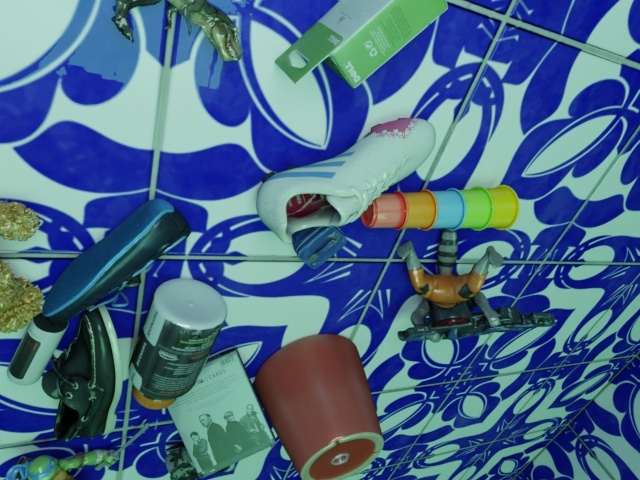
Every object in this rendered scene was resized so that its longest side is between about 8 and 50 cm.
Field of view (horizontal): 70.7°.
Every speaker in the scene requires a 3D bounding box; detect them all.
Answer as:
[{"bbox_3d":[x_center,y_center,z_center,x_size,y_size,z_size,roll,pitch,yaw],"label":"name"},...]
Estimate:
[{"bbox_3d":[-0.479,0.180,0.764,0.055,0.055,0.136,21,116,-37],"label":"speaker"}]

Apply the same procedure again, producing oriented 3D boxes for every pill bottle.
[{"bbox_3d":[-0.270,0.199,0.825,0.131,0.130,0.245,11,121,-32],"label":"pill bottle"}]

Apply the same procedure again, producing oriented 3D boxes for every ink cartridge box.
[{"bbox_3d":[0.048,-0.273,0.600,0.209,0.109,0.062,-39,132,9],"label":"ink cartridge box"}]

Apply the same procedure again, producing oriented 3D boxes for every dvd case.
[{"bbox_3d":[-0.222,0.374,0.980,0.179,0.029,0.238,-22,99,-8],"label":"dvd case"}]

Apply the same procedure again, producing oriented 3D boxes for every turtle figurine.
[{"bbox_3d":[-0.512,0.562,0.969,0.275,0.197,0.266,-1,131,-20],"label":"turtle figurine"}]

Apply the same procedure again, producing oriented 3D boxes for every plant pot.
[{"bbox_3d":[0.007,0.396,1.044,0.275,0.243,0.274,-13,132,-15],"label":"plant pot"}]

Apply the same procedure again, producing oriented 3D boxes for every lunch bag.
[{"bbox_3d":[0.000,0.000,0.833,0.098,0.065,0.067,-41,133,11],"label":"lunch bag"}]

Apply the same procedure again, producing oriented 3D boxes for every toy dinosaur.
[{"bbox_3d":[-0.198,-0.299,0.497,0.118,0.064,0.268,-43,133,-7],"label":"toy dinosaur"}]

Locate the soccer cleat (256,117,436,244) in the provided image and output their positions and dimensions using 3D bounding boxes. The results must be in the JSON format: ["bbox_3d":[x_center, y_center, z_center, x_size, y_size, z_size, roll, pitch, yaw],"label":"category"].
[{"bbox_3d":[0.060,-0.089,0.734,0.331,0.143,0.116,-24,133,-6],"label":"soccer cleat"}]

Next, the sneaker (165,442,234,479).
[{"bbox_3d":[-0.297,0.494,1.077,0.153,0.101,0.268,-15,133,-15],"label":"sneaker"}]

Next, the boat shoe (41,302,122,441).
[{"bbox_3d":[-0.425,0.248,0.795,0.113,0.127,0.340,-9,141,-36],"label":"boat shoe"}]

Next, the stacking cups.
[{"bbox_3d":[0.234,-0.063,0.875,0.317,0.096,0.096,-2,128,-23],"label":"stacking cups"}]

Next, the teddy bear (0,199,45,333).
[{"bbox_3d":[-0.504,0.029,0.589,0.245,0.113,0.337,-1,127,-28],"label":"teddy bear"}]

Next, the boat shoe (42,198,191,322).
[{"bbox_3d":[-0.310,0.049,0.702,0.258,0.109,0.089,-35,137,8],"label":"boat shoe"}]

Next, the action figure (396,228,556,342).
[{"bbox_3d":[0.337,0.116,1.022,0.342,0.178,0.330,-6,139,11],"label":"action figure"}]
